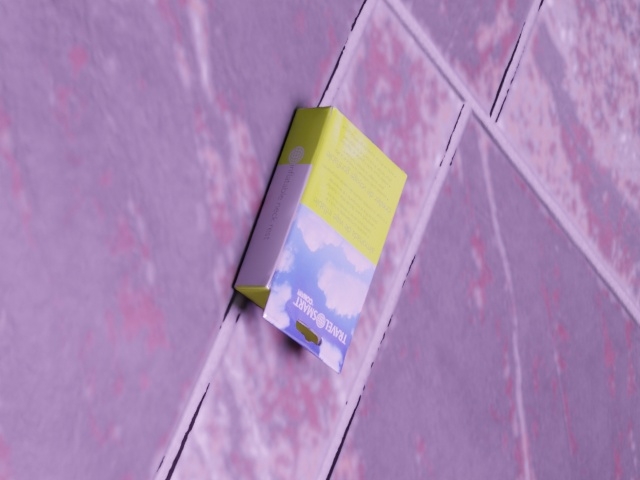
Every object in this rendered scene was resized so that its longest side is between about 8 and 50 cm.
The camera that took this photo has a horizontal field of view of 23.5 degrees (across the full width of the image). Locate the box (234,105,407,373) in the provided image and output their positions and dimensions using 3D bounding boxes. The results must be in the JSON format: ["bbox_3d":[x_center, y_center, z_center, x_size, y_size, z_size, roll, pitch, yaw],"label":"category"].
[{"bbox_3d":[0.000,0.000,1.183,0.109,0.042,0.178,39,62,-43],"label":"box"}]
